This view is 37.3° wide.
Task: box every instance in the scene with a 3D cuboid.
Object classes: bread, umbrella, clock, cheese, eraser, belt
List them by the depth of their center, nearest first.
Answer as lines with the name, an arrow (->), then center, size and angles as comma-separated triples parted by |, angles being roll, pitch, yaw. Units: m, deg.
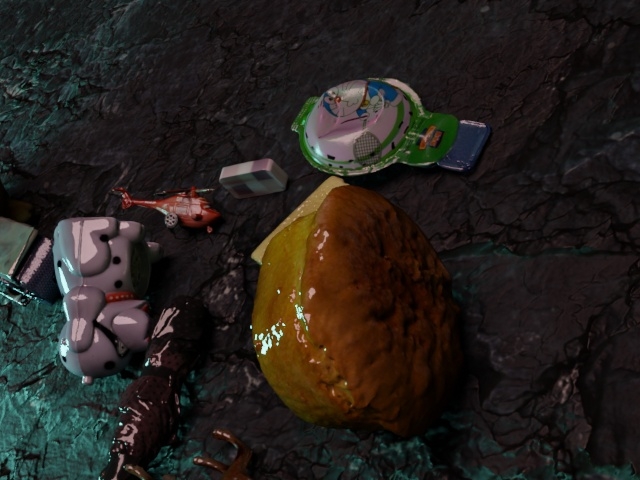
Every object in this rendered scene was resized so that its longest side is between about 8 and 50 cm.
bread -> 0.052, 0.091, 1.164 | 0.172, 0.312, 0.312 | -22, 47, 36
umbrella -> -0.240, 0.226, 1.396 | 0.094, 0.090, 0.326 | -7, 51, 32
bread -> 0.001, -0.001, 1.418 | 0.188, 0.068, 0.125 | -45, 44, -3
cheese -> 0.101, -0.172, 1.464 | 0.320, 0.083, 0.204 | 14, 61, 30
clock -> -0.350, 0.106, 1.528 | 0.189, 0.189, 0.254 | -16, 63, 25
eraser -> -0.111, -0.102, 1.574 | 0.105, 0.065, 0.026 | -9, 52, 31
belt -> -0.544, 0.044, 1.715 | 0.230, 0.139, 0.126 | 17, 68, 40

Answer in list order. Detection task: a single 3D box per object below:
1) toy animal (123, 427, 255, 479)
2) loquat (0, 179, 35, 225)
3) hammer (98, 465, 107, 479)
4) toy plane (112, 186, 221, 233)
toy animal -> -0.173, 0.372, 1.218 | 0.243, 0.087, 0.260 | -30, 38, -5
loquat -> -0.739, -0.062, 1.835 | 0.359, 0.328, 0.328 | 4, 48, -14
hammer -> -0.260, 0.425, 1.305 | 0.111, 0.033, 0.287 | -40, 44, 4
toy plane -> -0.262, -0.058, 1.609 | 0.194, 0.126, 0.077 | 7, 90, -2
